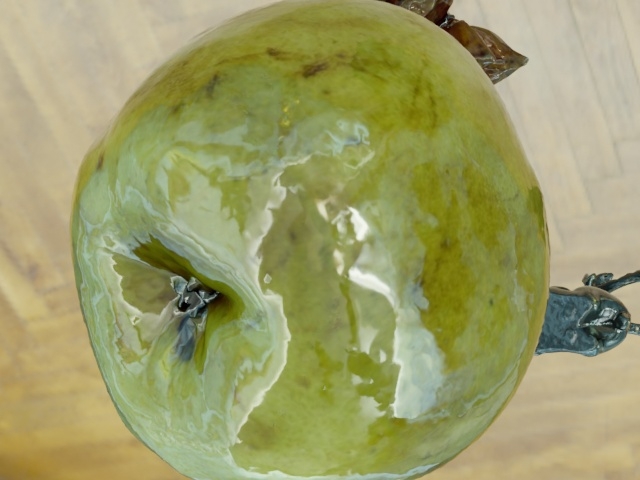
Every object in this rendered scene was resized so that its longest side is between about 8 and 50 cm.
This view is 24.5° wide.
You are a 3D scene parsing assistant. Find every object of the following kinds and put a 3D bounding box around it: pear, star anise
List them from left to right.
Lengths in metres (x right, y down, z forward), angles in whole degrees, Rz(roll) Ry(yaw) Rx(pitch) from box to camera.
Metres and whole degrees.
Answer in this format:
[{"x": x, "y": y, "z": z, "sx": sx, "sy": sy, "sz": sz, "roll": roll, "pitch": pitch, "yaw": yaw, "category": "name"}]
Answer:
[{"x": 0.000, "y": 0.000, "z": 0.914, "sx": 0.304, "sy": 0.304, "sz": 0.304, "roll": 6, "pitch": 128, "yaw": 7, "category": "pear"}, {"x": 0.106, "y": -0.209, "z": 1.475, "sx": 0.196, "sy": 0.111, "sz": 0.212, "roll": 23, "pitch": 155, "yaw": 19, "category": "star anise"}]

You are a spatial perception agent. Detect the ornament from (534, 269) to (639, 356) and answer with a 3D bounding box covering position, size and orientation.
[{"x": 0.296, "y": 0.069, "z": 1.512, "sx": 0.202, "sy": 0.236, "sz": 0.080, "roll": -1, "pitch": 91, "yaw": 53, "category": "ornament"}]
